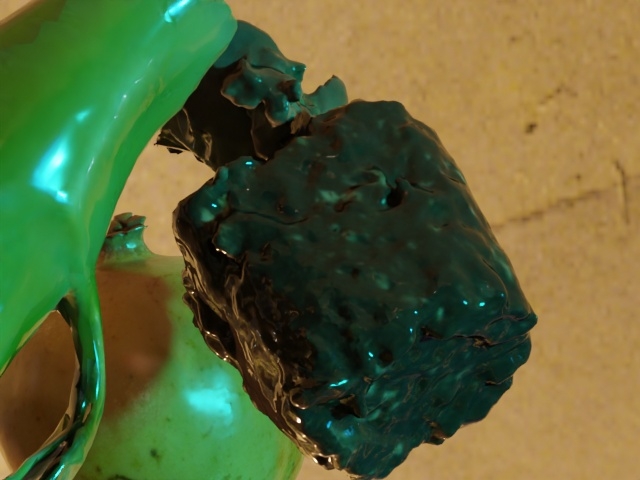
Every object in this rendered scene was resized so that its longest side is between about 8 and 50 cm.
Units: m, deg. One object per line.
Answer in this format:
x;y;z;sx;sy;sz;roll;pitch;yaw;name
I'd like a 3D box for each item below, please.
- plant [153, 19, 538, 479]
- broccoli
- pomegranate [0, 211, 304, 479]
0.000;0.000;0.793;0.131;0.203;0.142;-23;138;-9;plant
-0.190;0.031;0.603;0.254;0.302;0.186;17;144;-9;broccoli
-0.097;0.080;0.988;0.196;0.196;0.196;1;145;1;pomegranate
